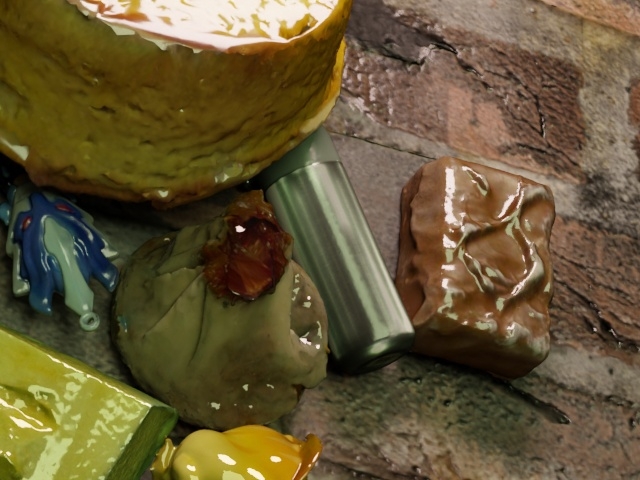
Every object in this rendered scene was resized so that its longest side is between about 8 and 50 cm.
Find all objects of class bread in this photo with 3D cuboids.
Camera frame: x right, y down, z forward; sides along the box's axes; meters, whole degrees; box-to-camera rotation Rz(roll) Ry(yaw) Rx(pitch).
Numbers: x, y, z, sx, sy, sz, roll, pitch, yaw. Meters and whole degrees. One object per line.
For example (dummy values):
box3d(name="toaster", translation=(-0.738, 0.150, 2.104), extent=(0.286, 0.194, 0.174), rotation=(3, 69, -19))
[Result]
box3d(name="bread", translation=(-0.154, -0.214, 1.493), extent=(0.398, 0.215, 0.398), rotation=(12, 50, -14))

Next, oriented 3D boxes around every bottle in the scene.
box3d(name="bottle", translation=(0.000, 0.000, 1.567), extent=(0.096, 0.079, 0.253), rotation=(-22, 75, 0))

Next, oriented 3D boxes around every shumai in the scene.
box3d(name="shumai", translation=(-0.074, 0.056, 1.456), extent=(0.201, 0.120, 0.201), rotation=(6, 65, -14))

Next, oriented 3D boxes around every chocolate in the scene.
box3d(name="chocolate", translation=(0.153, 0.017, 1.625), extent=(0.148, 0.093, 0.214), rotation=(18, 58, -20))

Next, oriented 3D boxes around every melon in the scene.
box3d(name="melon", translation=(-0.282, 0.113, 1.330), extent=(0.323, 0.124, 0.196), rotation=(33, 52, -3))

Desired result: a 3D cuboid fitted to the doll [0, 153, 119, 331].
box3d(name="doll", translation=(-0.230, -0.004, 1.454), extent=(0.096, 0.070, 0.195), rotation=(-22, 66, -16))

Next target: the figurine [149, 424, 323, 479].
box3d(name="figurine", translation=(-0.095, 0.240, 1.367), extent=(0.246, 0.131, 0.156), rotation=(-49, 116, -24))
